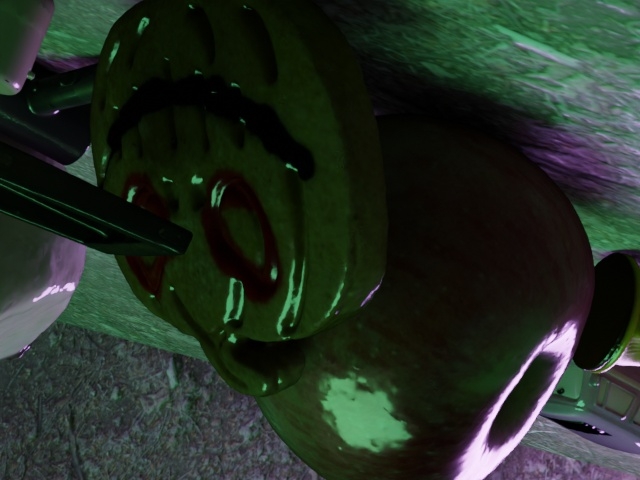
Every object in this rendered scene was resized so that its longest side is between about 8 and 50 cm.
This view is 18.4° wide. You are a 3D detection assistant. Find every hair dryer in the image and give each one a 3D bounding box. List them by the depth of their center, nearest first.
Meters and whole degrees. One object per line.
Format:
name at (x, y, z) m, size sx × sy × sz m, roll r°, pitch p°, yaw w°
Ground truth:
hair dryer at (-0.262, -0.156, 1.885) m, size 0.195 × 0.078 × 0.248 m, roll 28°, pitch 158°, yaw -33°

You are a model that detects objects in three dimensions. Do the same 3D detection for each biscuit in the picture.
biscuit at (-0.075, -0.036, 1.496) m, size 0.063 × 0.314 × 0.367 m, roll -9°, pitch -175°, yaw -34°

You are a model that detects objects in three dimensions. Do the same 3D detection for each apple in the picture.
apple at (0.066, 0.051, 1.640) m, size 0.269 × 0.345 × 0.345 m, roll 34°, pitch 174°, yaw 17°

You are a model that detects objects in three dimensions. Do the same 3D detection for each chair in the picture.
chair at (-0.269, -0.168, 1.377) m, size 0.416 × 0.241 × 0.203 m, roll 21°, pitch 171°, yaw -24°

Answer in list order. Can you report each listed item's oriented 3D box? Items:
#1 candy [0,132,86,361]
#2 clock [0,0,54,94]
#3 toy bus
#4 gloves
candy at (-0.446, -0.034, 2.003) m, size 0.386 × 0.427 × 0.186 m, roll -18°, pitch 148°, yaw -17°
clock at (-0.391, -0.213, 1.673) m, size 0.309 × 0.114 × 0.284 m, roll 24°, pitch 170°, yaw -15°
toy bus at (0.297, 0.134, 2.073) m, size 0.202 × 0.142 × 0.142 m, roll 28°, pitch 168°, yaw -36°
gloves at (0.397, 0.106, 1.900) m, size 0.294 × 0.116 × 0.133 m, roll 17°, pitch 178°, yaw -18°
